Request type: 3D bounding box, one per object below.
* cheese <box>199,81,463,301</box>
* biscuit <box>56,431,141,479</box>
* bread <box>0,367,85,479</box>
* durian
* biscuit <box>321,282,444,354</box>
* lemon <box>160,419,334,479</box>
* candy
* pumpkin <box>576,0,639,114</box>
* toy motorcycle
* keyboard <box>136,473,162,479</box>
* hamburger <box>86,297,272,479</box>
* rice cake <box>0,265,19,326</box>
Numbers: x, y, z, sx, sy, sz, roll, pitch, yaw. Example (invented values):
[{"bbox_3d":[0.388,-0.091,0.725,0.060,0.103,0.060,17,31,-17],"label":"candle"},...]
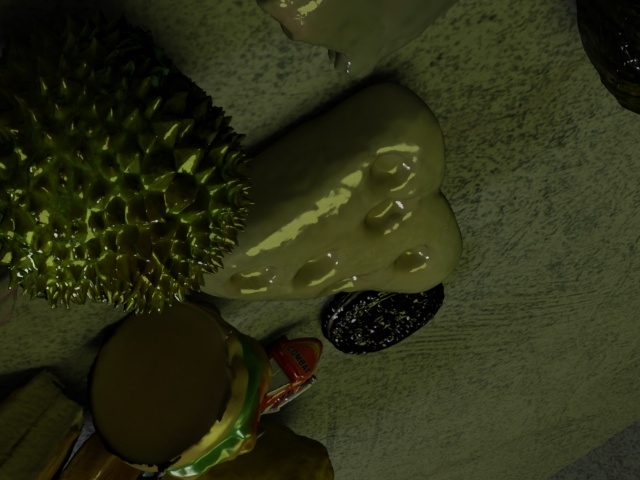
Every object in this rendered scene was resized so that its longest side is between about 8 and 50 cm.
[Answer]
[{"bbox_3d":[0.000,0.000,1.274,0.328,0.130,0.351,-27,148,-4],"label":"cheese"},{"bbox_3d":[-0.320,0.339,1.450,0.344,0.057,0.287,-52,171,-28],"label":"biscuit"},{"bbox_3d":[-0.413,0.317,1.358,0.246,0.111,0.239,-54,179,-45],"label":"bread"},{"bbox_3d":[-0.179,-0.071,0.905,0.291,0.291,0.225,-2,132,-36],"label":"durian"},{"bbox_3d":[0.092,0.103,1.581,0.194,0.053,0.194,-20,148,-13],"label":"biscuit"},{"bbox_3d":[-0.131,0.431,1.704,0.316,0.285,0.285,-6,147,-5],"label":"lemon"},{"bbox_3d":[0.039,-0.254,0.912,0.195,0.137,0.185,-39,148,16],"label":"candy"},{"bbox_3d":[0.431,-0.261,1.151,0.320,0.192,0.320,-21,151,-12],"label":"pumpkin"},{"bbox_3d":[-0.127,0.245,1.539,0.298,0.089,0.171,-33,163,-25],"label":"toy motorcycle"},{"bbox_3d":[-0.338,0.406,1.737,0.231,0.023,0.072,-14,145,-22],"label":"keyboard"},{"bbox_3d":[-0.166,0.188,1.353,0.237,0.237,0.149,-35,148,13],"label":"hamburger"},{"bbox_3d":[-0.418,0.110,1.073,0.298,0.050,0.106,-42,166,-45],"label":"rice cake"}]
